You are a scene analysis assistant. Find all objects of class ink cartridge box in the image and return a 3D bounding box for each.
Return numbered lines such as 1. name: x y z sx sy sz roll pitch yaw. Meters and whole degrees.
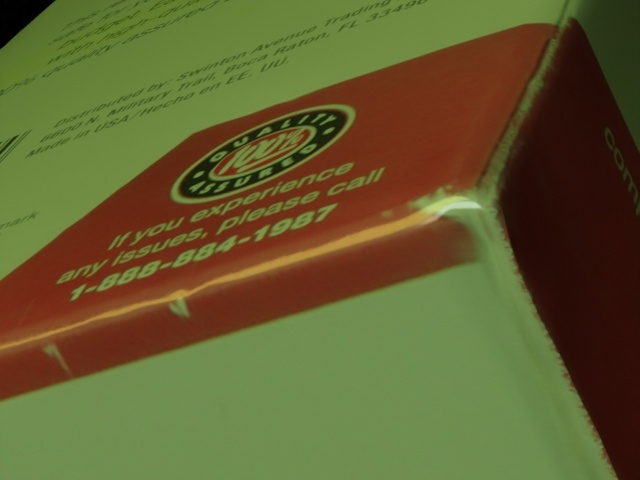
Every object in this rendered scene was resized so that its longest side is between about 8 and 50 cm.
1. ink cartridge box: 0.000 0.000 0.563 0.279 0.160 0.384 -18 22 28
